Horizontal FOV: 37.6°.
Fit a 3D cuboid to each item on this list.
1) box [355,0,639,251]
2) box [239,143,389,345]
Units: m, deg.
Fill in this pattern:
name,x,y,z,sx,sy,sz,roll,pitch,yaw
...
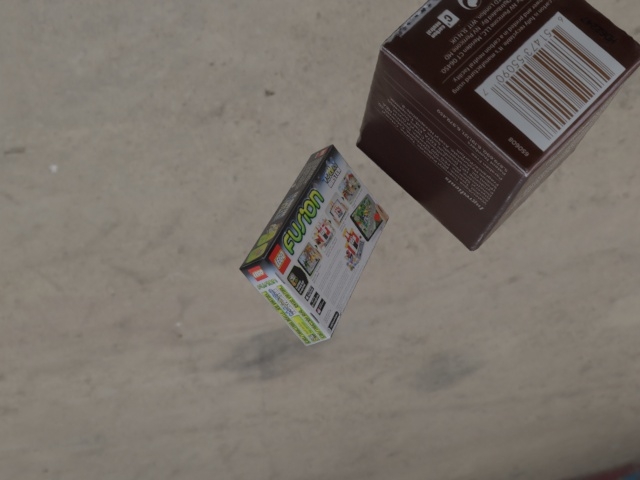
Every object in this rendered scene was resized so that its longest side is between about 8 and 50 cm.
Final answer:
name,x,y,z,sx,sy,sz,roll,pitch,yaw
box,0.155,-0.127,0.871,0.168,0.167,0.203,-44,170,-17
box,0.000,0.000,1.004,0.036,0.207,0.114,-23,115,38
